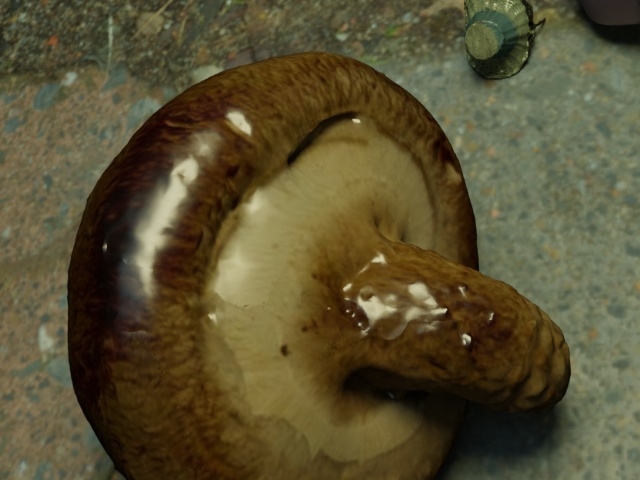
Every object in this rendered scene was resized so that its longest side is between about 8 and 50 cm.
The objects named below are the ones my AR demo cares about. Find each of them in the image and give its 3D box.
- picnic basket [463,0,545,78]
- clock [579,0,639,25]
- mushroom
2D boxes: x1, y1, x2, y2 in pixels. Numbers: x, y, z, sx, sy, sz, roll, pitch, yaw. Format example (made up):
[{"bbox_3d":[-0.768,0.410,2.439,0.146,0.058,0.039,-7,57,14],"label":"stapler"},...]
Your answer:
[{"bbox_3d":[0.152,-0.180,0.949,0.065,0.083,0.083,2,22,24],"label":"picnic basket"},{"bbox_3d":[0.308,-0.226,0.886,0.172,0.064,0.198,-46,35,-8],"label":"clock"},{"bbox_3d":[-0.021,0.045,0.769,0.239,0.345,0.345,-45,48,41],"label":"mushroom"}]
